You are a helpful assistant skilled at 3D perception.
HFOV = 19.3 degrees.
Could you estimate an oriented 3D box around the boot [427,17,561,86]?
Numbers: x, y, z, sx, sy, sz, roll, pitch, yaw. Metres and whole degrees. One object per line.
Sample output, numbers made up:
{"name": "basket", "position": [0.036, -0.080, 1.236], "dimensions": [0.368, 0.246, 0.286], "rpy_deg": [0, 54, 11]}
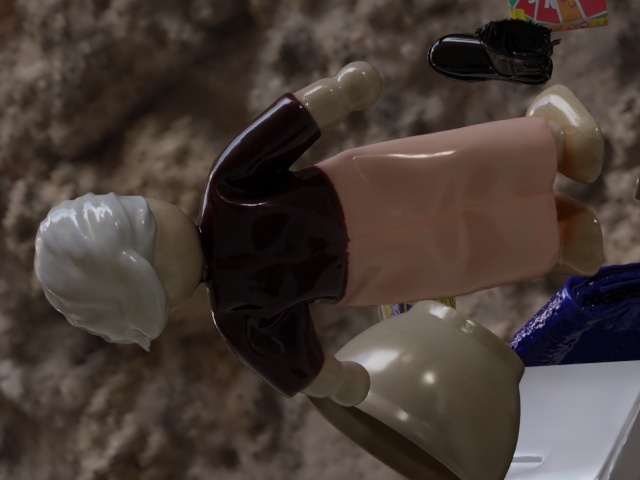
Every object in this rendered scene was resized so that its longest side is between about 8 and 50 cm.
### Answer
{"name": "boot", "position": [0.149, -0.166, 1.640], "dimensions": [0.121, 0.045, 0.099], "rpy_deg": [10, -7, 11]}

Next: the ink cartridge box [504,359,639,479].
{"name": "ink cartridge box", "position": [0.240, 0.269, 1.662], "dimensions": [0.198, 0.270, 0.197], "rpy_deg": [-7, 38, 41]}

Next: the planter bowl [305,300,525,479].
{"name": "planter bowl", "position": [0.085, 0.113, 1.398], "dimensions": [0.109, 0.162, 0.162], "rpy_deg": [-55, -6, -13]}

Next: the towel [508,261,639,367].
{"name": "towel", "position": [0.237, 0.128, 1.903], "dimensions": [0.227, 0.076, 0.308], "rpy_deg": [-2, -36, -40]}

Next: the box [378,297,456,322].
{"name": "box", "position": [0.090, 0.052, 1.767], "dimensions": [0.059, 0.054, 0.169], "rpy_deg": [-22, -50, -20]}

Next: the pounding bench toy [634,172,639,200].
{"name": "pounding bench toy", "position": [0.365, -0.051, 1.976], "dimensions": [0.052, 0.065, 0.083], "rpy_deg": [-30, -42, -43]}

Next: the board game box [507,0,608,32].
{"name": "board game box", "position": [0.293, -0.393, 2.435], "dimensions": [0.124, 0.259, 0.039], "rpy_deg": [-7, -20, 4]}

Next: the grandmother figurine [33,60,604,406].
{"name": "grandmother figurine", "position": [0.000, 0.000, 1.114], "dimensions": [0.342, 0.208, 0.104], "rpy_deg": [-7, 7, -22]}
